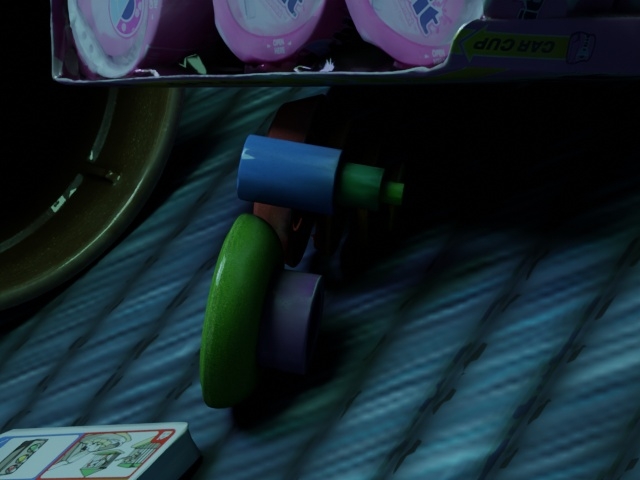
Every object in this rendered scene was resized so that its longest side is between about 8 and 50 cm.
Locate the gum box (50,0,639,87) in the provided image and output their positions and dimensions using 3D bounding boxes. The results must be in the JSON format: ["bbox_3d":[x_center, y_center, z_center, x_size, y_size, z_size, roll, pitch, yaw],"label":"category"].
[{"bbox_3d":[0.019,-0.074,0.514,0.107,0.062,0.188,-4,6,-38],"label":"gum box"}]

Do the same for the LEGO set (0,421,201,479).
[{"bbox_3d":[-0.164,0.120,0.502,0.244,0.060,0.182,-7,25,40],"label":"LEGO set"}]

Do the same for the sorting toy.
[{"bbox_3d":[0.000,0.000,0.495,0.042,0.061,0.102,10,48,7],"label":"sorting toy"}]

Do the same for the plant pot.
[{"bbox_3d":[-0.152,-0.065,0.655,0.167,0.167,0.165,-42,20,-14],"label":"plant pot"}]
